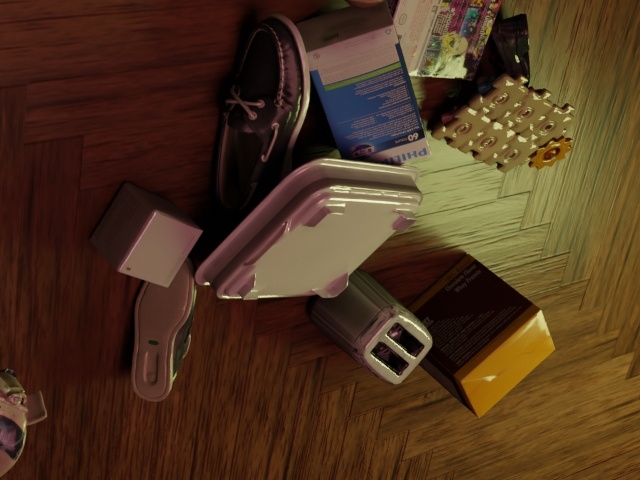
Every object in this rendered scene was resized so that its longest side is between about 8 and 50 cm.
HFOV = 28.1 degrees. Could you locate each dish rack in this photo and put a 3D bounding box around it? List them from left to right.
[{"bbox_3d":[0.000,0.000,1.888,0.285,0.072,0.332,-44,156,26],"label":"dish rack"}]

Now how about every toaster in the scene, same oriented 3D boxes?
[{"bbox_3d":[0.084,0.140,2.115,0.129,0.146,0.227,-49,139,-2],"label":"toaster"}]

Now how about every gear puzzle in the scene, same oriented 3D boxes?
[{"bbox_3d":[0.330,-0.193,2.141,0.175,0.044,0.339,-39,146,25],"label":"gear puzzle"}]

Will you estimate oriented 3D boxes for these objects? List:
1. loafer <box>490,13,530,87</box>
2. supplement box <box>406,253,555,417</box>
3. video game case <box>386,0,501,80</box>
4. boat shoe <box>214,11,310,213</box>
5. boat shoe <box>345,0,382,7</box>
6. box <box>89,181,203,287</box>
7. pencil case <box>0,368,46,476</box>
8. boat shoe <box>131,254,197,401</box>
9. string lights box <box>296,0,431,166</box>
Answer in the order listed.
[{"bbox_3d":[0.306,-0.298,2.063,0.061,0.062,0.170,-5,142,8],"label":"loafer"},{"bbox_3d":[0.271,0.166,2.262,0.191,0.194,0.129,-40,138,-10],"label":"supplement box"},{"bbox_3d":[0.183,-0.356,1.910,0.210,0.042,0.232,-3,121,-39],"label":"video game case"},{"bbox_3d":[-0.087,-0.165,1.762,0.091,0.114,0.303,-22,132,-36],"label":"boat shoe"},{"bbox_3d":[0.141,-0.466,1.731,0.341,0.121,0.110,-46,140,-2],"label":"boat shoe"},{"bbox_3d":[-0.240,-0.007,1.763,0.102,0.087,0.101,24,103,-48],"label":"box"},{"bbox_3d":[-0.544,0.180,1.579,0.183,0.160,0.410,-39,141,14],"label":"pencil case"},{"bbox_3d":[-0.228,0.120,1.896,0.079,0.084,0.233,-46,151,-68],"label":"boat shoe"},{"bbox_3d":[0.067,-0.214,1.851,0.133,0.077,0.260,-17,136,5],"label":"string lights box"}]
